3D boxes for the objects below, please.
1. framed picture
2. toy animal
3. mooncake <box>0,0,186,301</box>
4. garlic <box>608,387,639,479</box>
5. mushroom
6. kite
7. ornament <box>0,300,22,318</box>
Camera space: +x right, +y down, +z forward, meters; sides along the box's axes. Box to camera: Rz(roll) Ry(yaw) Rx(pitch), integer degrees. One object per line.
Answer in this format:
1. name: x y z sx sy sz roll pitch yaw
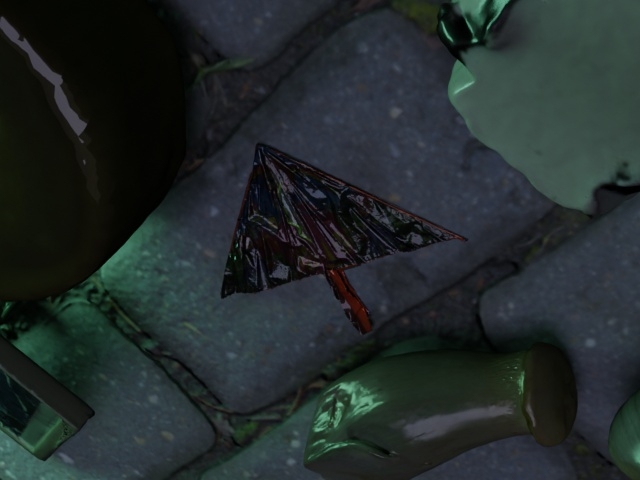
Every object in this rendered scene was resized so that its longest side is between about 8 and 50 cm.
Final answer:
1. framed picture: -0.327 0.107 0.954 0.247 0.022 0.335 40 155 -5
2. toy animal: 0.187 -0.131 0.609 0.204 0.156 0.208 39 144 -3
3. mooncake: -0.246 -0.103 0.804 0.284 0.155 0.285 10 124 15
4. garlic: 0.302 0.214 0.758 0.207 0.257 0.207 29 170 6
5. mushroom: 0.084 0.142 0.861 0.246 0.096 0.108 -23 84 28
6. kite: 0.000 0.000 0.857 0.232 0.009 0.189 -18 112 30
7. ornament: -0.327 0.039 0.996 0.068 0.041 0.092 -2 134 49
